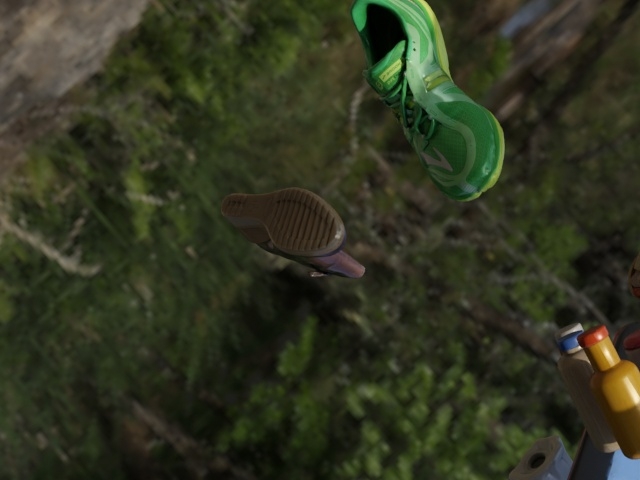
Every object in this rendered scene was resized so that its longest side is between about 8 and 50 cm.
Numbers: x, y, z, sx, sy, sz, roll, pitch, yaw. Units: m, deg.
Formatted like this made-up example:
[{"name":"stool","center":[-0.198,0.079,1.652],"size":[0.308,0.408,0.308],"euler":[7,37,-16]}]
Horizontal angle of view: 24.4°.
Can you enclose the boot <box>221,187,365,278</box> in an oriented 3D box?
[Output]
[{"name":"boot","center":[0.000,0.000,2.055],"size":[0.248,0.207,0.090],"euler":[17,-100,48]}]

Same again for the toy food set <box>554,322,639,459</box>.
[{"name":"toy food set","center":[0.265,0.096,1.233],"size":[0.111,0.104,0.232],"euler":[-24,-177,41]}]

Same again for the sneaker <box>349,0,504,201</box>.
[{"name":"sneaker","center":[0.108,-0.164,1.688],"size":[0.123,0.295,0.109],"euler":[7,138,-46]}]

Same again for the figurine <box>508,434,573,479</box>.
[{"name":"figurine","center":[0.401,0.366,2.054],"size":[0.215,0.209,0.092],"euler":[-20,-154,45]}]

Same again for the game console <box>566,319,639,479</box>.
[{"name":"game console","center":[0.407,0.244,1.405],"size":[0.386,0.342,0.060],"euler":[-54,166,-54]}]

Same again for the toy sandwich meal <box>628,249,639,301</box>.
[{"name":"toy sandwich meal","center":[0.425,0.040,1.887],"size":[0.085,0.085,0.029],"euler":[-44,139,20]}]
